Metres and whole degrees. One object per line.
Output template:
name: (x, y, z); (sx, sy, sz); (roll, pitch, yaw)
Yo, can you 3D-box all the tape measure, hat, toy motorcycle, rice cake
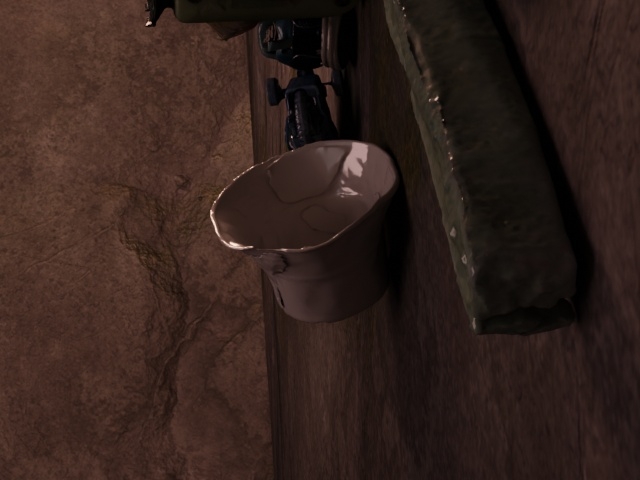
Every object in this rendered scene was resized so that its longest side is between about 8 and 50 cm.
tape measure: (-0.069, -0.322, 1.312); (0.115, 0.235, 0.207); (-103, 12, -46)
hat: (0.000, 0.000, 1.241); (0.203, 0.203, 0.126); (-103, -6, -58)
toy motorcycle: (-0.010, -0.133, 1.532); (0.254, 0.092, 0.135); (-85, -15, -72)
rice cake: (0.088, -0.082, 0.776); (0.336, 0.066, 0.063); (-98, 8, -45)

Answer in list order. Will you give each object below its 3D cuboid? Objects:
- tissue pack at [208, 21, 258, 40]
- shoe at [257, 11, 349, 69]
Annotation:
tissue pack: (-0.075, -0.357, 1.535); (0.215, 0.123, 0.256); (-50, 10, -2)
shoe: (-0.022, -0.250, 1.507); (0.207, 0.106, 0.091); (-97, 7, -74)
